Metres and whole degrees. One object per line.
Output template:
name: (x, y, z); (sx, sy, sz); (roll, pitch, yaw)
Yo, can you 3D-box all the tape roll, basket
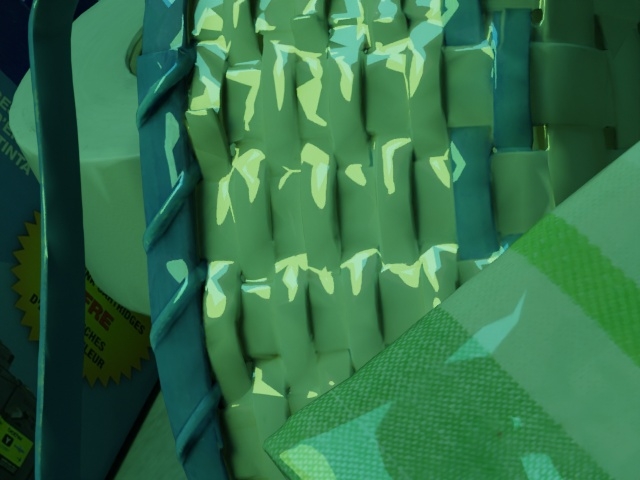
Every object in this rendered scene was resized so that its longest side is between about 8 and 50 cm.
tape roll: (-0.011, -0.083, 0.888); (0.286, 0.100, 0.286); (-21, 27, 11)
basket: (0.000, 0.000, 0.650); (0.289, 0.201, 0.255); (-4, 87, 33)

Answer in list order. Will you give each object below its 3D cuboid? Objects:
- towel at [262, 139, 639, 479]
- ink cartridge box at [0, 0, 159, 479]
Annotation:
towel: (0.186, 0.026, 0.348); (0.325, 0.038, 0.248); (-38, 57, -8)
ink cartridge box: (-0.221, 0.016, 0.962); (0.151, 0.270, 0.395); (-19, 35, 41)
